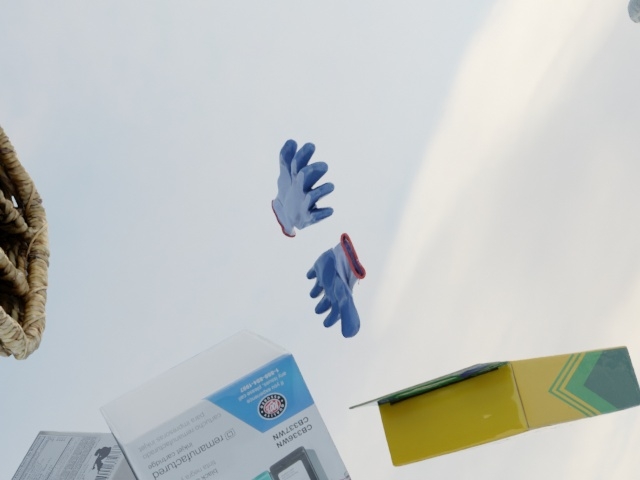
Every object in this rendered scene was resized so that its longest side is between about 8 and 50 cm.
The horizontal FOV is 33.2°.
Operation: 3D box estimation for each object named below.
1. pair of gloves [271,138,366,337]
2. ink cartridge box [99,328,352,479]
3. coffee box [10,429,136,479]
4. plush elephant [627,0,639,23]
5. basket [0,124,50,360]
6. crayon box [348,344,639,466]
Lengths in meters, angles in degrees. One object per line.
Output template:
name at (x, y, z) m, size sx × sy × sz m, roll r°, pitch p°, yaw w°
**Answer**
pair of gloves at (0.000, 0.000, 1.081) m, size 0.023 × 0.198 × 0.159 m, roll -19°, pitch -16°, yaw -20°
ink cartridge box at (-0.085, 0.271, 1.181) m, size 0.198 × 0.197 × 0.270 m, roll -28°, pitch -79°, yaw -15°
coffee box at (-0.282, 0.347, 1.439) m, size 0.168 × 0.297 × 0.119 m, roll 41°, pitch -120°, yaw -26°
plush elephant at (0.384, -0.275, 0.914) m, size 0.255 × 0.272 × 0.330 m, roll -124°, pitch 33°, yaw -78°
basket at (-0.340, -0.068, 0.920) m, size 0.213 × 0.223 × 0.299 m, roll -62°, pitch -38°, yaw -36°
crayon box at (0.218, 0.200, 1.291) m, size 0.323 × 0.203 × 0.083 m, roll 2°, pitch -111°, yaw -46°
